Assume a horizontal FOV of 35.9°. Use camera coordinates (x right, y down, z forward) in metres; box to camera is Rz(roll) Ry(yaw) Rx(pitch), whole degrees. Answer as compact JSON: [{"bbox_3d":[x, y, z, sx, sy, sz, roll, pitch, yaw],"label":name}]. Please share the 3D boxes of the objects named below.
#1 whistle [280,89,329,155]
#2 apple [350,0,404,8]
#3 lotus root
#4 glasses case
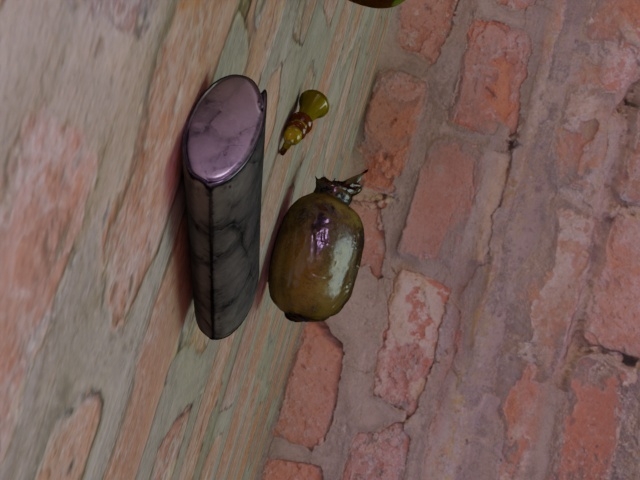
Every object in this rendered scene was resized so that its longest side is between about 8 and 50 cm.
[{"bbox_3d":[-0.033,-0.160,1.362,0.046,0.057,0.109,54,42,-22],"label":"whistle"},{"bbox_3d":[0.071,-0.341,1.089,0.163,0.146,0.147,-42,174,35],"label":"apple"},{"bbox_3d":[-0.002,-0.001,1.602,0.154,0.154,0.278,71,36,-83],"label":"lotus root"},{"bbox_3d":[-0.088,-0.016,0.907,0.299,0.060,0.114,99,8,-61],"label":"glasses case"}]
